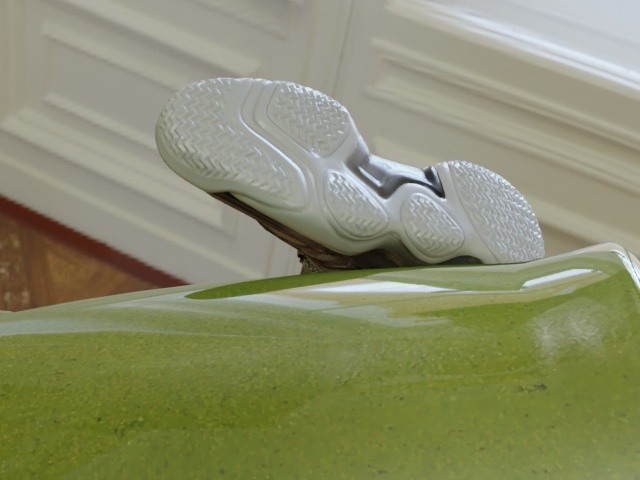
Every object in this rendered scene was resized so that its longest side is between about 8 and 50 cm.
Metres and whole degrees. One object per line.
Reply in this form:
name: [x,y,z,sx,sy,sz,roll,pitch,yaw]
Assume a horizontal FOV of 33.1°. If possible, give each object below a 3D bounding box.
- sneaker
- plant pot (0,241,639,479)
sneaker: [0.000,0.000,0.684,0.269,0.153,0.101,18,48,-27]
plant pot: [-0.002,0.163,0.455,0.353,0.366,0.366,-18,41,11]
